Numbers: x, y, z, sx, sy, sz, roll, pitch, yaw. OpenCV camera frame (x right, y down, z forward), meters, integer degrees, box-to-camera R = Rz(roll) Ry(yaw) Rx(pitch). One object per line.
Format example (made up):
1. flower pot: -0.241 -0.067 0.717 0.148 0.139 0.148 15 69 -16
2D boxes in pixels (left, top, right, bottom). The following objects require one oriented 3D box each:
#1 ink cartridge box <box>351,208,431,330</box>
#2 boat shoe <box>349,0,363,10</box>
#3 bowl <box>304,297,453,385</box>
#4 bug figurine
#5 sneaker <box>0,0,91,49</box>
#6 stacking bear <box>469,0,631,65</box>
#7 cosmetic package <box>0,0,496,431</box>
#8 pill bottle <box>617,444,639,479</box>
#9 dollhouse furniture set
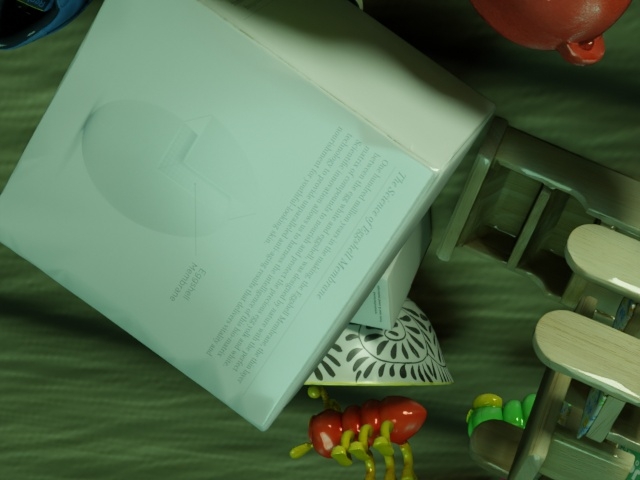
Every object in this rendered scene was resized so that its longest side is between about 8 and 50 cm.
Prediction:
1. ink cartridge box: 0.000 0.000 1.348 0.135 0.099 0.056 11 136 17
2. boat shoe: -0.040 -0.152 1.260 0.133 0.042 0.049 12 137 17
3. bowl: 0.013 0.064 1.400 0.170 0.080 0.170 1 177 0
4. bug figurine: 0.108 0.173 1.446 0.216 0.072 0.279 -11 148 14
5. sneaker: -0.157 -0.194 1.245 0.069 0.082 0.209 38 135 -10
6. stacking bear: 0.062 -0.213 1.071 0.289 0.175 0.164 33 136 -19
7. cosmetic package: -0.050 -0.046 1.206 0.225 0.138 0.224 37 119 5
8. pill bottle: 0.264 0.137 1.291 0.118 0.117 0.208 24 113 2
9. dollhouse furniture set: 0.139 0.061 1.235 0.161 0.242 0.212 23 138 3
